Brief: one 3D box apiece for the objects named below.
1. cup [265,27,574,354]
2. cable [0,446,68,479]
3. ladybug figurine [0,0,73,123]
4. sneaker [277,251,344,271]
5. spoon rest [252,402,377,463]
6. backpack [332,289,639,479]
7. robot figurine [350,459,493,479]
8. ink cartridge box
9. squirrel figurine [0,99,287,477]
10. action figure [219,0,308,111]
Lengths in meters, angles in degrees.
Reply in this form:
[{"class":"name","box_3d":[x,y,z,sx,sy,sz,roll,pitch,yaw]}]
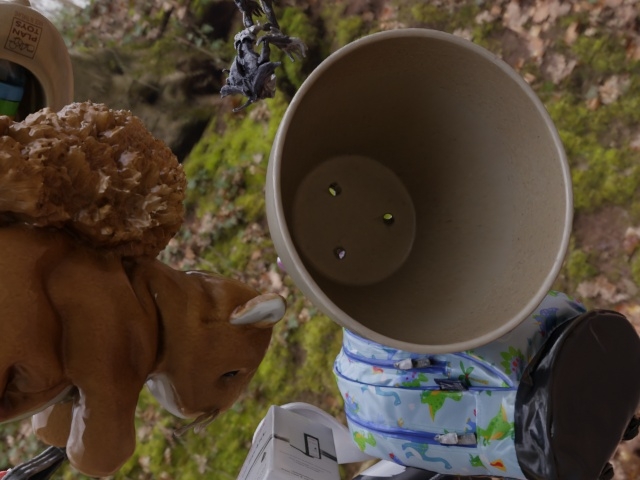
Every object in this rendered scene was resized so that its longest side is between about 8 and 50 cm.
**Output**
[{"class":"cup","box_3d":[0.076,-0.039,0.939,0.331,0.331,0.237,-62,13,-15]},{"class":"cable","box_3d":[-0.401,0.306,1.170,0.287,0.072,0.139,-51,-5,-49]},{"class":"ladybug figurine","box_3d":[-0.638,-0.250,1.572,0.305,0.162,0.449,18,-78,-41]},{"class":"sneaker","box_3d":[0.000,0.000,1.405,0.104,0.095,0.236,-54,5,-19]},{"class":"spoon rest","box_3d":[0.017,0.336,1.428,0.084,0.277,0.137,53,133,54]},{"class":"backpack","box_3d":[0.187,0.179,1.067,0.356,0.273,0.290,-23,5,45]},{"class":"robot figurine","box_3d":[0.133,0.415,1.289,0.278,0.174,0.209,-24,-58,-28]},{"class":"ink cartridge box","box_3d":[-0.047,0.285,0.898,0.203,0.086,0.148,-118,52,-83]},{"class":"squirrel figurine","box_3d":[-0.225,0.043,0.877,0.281,0.371,0.396,1,91,63]},{"class":"action figure","box_3d":[-0.108,-0.356,1.596,0.164,0.141,0.275,-23,58,43]}]
